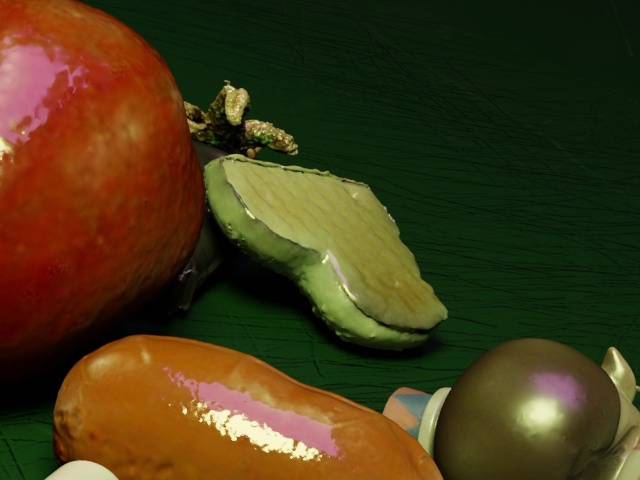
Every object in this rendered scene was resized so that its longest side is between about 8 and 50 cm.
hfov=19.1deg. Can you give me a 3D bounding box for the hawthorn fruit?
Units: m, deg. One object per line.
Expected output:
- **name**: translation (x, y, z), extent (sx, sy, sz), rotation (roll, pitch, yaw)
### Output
- **hawthorn fruit**: translation (-0.225, -0.041, 1.312), extent (0.295, 0.295, 0.311), rotation (13, 29, -9)

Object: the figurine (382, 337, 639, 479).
- **figurine**: translation (0.176, 0.157, 1.313), extent (0.276, 0.161, 0.158), rotation (28, -15, 18)

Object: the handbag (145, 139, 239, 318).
- **handbag**: translation (-0.187, -0.040, 1.564), extent (0.247, 0.080, 0.223), rotation (20, 24, 7)

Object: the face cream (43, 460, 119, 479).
- **face cream**: translation (-0.187, 0.197, 1.051), extent (0.082, 0.082, 0.269), rotation (24, 25, 15)

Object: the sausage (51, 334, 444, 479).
- **sausage**: translation (-0.046, 0.142, 1.210), extent (0.258, 0.133, 0.133), rotation (20, 24, 6)

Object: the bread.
- **bread**: translation (0.000, 0.000, 1.550), extent (0.232, 0.064, 0.172), rotation (37, 30, -10)

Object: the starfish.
- **starfish**: translation (-0.090, -0.101, 1.713), extent (0.150, 0.053, 0.210), rotation (12, -7, 17)
